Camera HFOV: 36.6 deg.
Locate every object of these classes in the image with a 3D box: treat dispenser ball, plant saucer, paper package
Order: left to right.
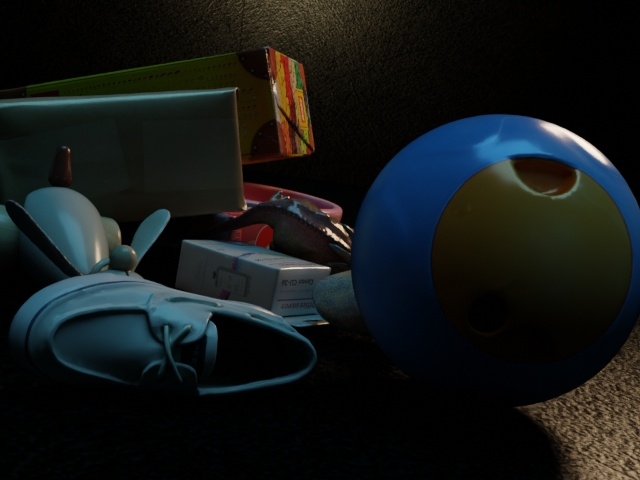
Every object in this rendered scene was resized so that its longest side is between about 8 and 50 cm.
[{"bbox_3d":[-0.297,-0.118,1.339,0.325,0.168,0.309,-7,9,-21],"label":"paper package"},{"bbox_3d":[-0.128,-0.052,1.808,0.332,0.084,0.332,11,8,-2],"label":"plant saucer"},{"bbox_3d":[0.174,0.020,0.954,0.288,0.288,0.288,10,8,-1],"label":"treat dispenser ball"}]

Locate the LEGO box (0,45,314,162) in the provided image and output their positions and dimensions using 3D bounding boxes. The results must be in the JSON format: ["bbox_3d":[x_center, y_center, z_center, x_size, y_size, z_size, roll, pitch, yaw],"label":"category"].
[{"bbox_3d":[-0.291,-0.221,1.845,0.500,0.193,0.372,-8,5,8],"label":"LEGO box"}]

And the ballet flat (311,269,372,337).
[{"bbox_3d":[0.151,0.066,1.149,0.316,0.106,0.107,10,44,-10],"label":"ballet flat"}]

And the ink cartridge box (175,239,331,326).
[{"bbox_3d":[-0.069,0.051,1.208,0.198,0.067,0.115,16,9,33],"label":"ink cartridge box"}]

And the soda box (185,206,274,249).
[{"bbox_3d":[-0.092,-0.006,1.532,0.092,0.083,0.263,17,9,36],"label":"soda box"}]

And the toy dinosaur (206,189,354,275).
[{"bbox_3d":[0.000,0.000,1.300,0.296,0.127,0.200,23,-4,-4],"label":"toy dinosaur"}]

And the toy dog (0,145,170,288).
[{"bbox_3d":[-0.256,-0.010,1.053,0.334,0.160,0.220,16,10,36],"label":"toy dog"}]

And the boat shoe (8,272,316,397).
[{"bbox_3d":[-0.120,0.090,0.810,0.268,0.096,0.088,15,-1,-41],"label":"boat shoe"}]
